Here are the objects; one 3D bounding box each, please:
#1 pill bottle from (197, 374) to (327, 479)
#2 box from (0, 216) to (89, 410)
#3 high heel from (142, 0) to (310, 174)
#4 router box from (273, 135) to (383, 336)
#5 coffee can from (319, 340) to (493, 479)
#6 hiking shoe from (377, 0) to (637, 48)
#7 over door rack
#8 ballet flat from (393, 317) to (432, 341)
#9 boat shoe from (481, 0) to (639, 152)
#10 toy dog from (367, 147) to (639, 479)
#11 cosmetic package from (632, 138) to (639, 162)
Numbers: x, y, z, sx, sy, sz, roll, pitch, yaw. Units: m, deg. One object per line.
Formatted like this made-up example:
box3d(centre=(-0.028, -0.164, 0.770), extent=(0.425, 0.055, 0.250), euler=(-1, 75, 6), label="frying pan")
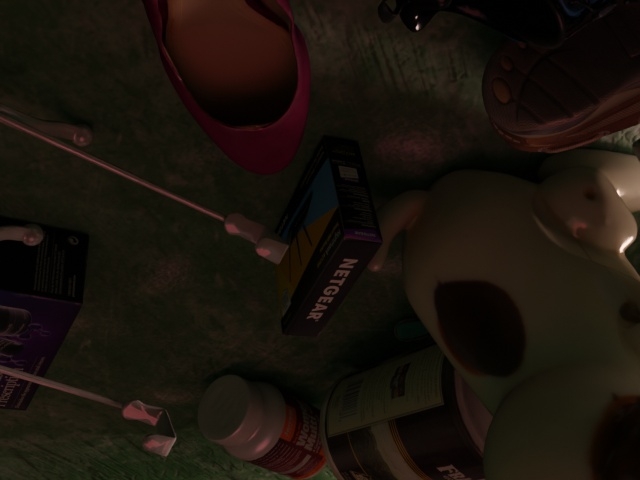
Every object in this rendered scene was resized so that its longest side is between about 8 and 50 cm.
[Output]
box3d(centre=(-0.081, 0.291, 1.167), extent=(0.121, 0.121, 0.221), euler=(-27, 140, 22), label="pill bottle")
box3d(centre=(-0.391, 0.086, 0.843), extent=(0.184, 0.103, 0.261), euler=(15, 137, -26), label="box")
box3d(centre=(-0.072, -0.134, 0.553), extent=(0.127, 0.181, 0.377), euler=(-13, 143, 4), label="high heel")
box3d(centre=(0.000, 0.000, 0.789), extent=(0.046, 0.133, 0.179), euler=(6, 140, -22), label="router box")
box3d(centre=(0.159, 0.249, 1.057), extent=(0.201, 0.202, 0.275), euler=(18, 148, -32), label="coffee can")
box3d(centre=(0.186, -0.197, 0.551), extent=(0.303, 0.132, 0.113), euler=(3, 170, -8), label="hiking shoe")
box3d(centre=(-0.232, 0.025, 0.687), extent=(0.324, 0.108, 0.240), euler=(27, 99, -16), label="over door rack")
box3d(centre=(0.160, 0.124, 1.079), extent=(0.114, 0.041, 0.041), euler=(-5, 143, -6), label="ballet flat")
box3d(centre=(0.298, -0.171, 0.660), extent=(0.324, 0.123, 0.116), euler=(-19, 160, 8), label="boat shoe")
box3d(centre=(0.252, 0.115, 0.770), extent=(0.395, 0.408, 0.284), euler=(19, 134, -34), label="toy dog")
box3d(centre=(0.501, -0.120, 0.648), extent=(0.384, 0.156, 0.217), euler=(-28, 173, 14), label="cosmetic package")
